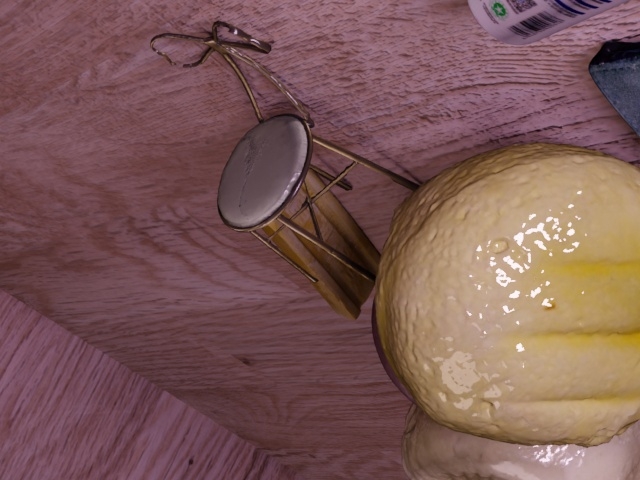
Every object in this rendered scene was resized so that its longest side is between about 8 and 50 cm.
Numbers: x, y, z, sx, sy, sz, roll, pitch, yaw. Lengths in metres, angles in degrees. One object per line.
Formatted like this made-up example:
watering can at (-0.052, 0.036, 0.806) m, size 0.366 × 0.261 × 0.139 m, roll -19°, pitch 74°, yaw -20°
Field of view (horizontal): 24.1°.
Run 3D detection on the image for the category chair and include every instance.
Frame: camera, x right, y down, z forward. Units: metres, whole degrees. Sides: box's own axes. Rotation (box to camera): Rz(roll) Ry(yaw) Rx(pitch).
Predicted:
chair at (-0.057, -0.086, 1.650) m, size 0.325 × 0.170 × 0.159 m, roll 33°, pitch 162°, yaw -35°

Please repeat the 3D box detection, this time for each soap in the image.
soap at (0.001, 0.000, 1.867) m, size 0.037 × 0.092 × 0.252 m, roll 13°, pitch 156°, yaw 36°

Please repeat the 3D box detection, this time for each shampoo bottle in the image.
shampoo bottle at (0.221, -0.221, 1.072) m, size 0.092 × 0.092 × 0.303 m, roll 34°, pitch 157°, yaw -19°

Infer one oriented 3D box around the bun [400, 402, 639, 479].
bun at (0.288, 0.252, 1.922) m, size 0.352 × 0.227 × 0.349 m, roll 8°, pitch 158°, yaw 17°

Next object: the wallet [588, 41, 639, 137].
wallet at (0.399, -0.105, 1.181) m, size 0.191 × 0.046 × 0.379 m, roll 46°, pitch 155°, yaw -26°

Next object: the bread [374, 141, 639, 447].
bread at (0.216, 0.055, 1.445) m, size 0.320 × 0.320 × 0.237 m, roll 33°, pitch 173°, yaw -18°

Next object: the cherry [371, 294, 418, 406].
cherry at (0.181, 0.095, 1.696) m, size 0.261 × 0.221 × 0.307 m, roll 21°, pitch 155°, yaw 19°
